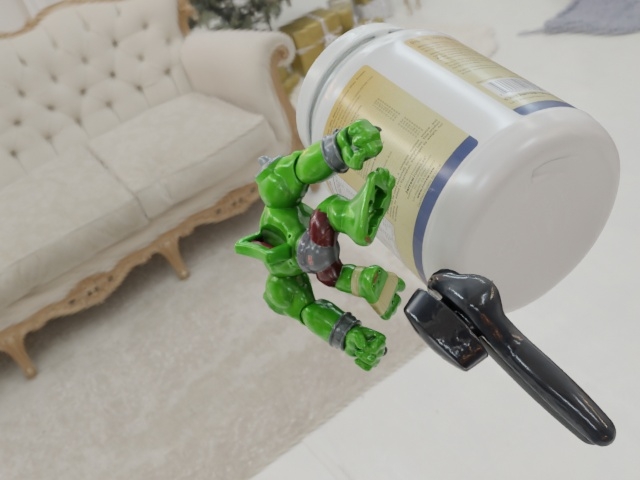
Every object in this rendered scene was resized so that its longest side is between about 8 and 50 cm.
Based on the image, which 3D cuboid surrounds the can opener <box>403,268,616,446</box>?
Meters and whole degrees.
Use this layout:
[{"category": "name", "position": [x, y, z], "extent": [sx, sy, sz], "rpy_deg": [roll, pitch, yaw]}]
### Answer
[{"category": "can opener", "position": [0.151, 0.092, 0.607], "extent": [0.073, 0.186, 0.059], "rpy_deg": [-50, -4, 1]}]

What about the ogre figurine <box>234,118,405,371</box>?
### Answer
[{"category": "ogre figurine", "position": [0.000, 0.000, 0.635], "extent": [0.118, 0.197, 0.097], "rpy_deg": [10, 41, 32]}]

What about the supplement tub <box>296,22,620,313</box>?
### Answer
[{"category": "supplement tub", "position": [0.131, -0.092, 0.842], "extent": [0.228, 0.228, 0.316], "rpy_deg": [-29, 44, -14]}]
